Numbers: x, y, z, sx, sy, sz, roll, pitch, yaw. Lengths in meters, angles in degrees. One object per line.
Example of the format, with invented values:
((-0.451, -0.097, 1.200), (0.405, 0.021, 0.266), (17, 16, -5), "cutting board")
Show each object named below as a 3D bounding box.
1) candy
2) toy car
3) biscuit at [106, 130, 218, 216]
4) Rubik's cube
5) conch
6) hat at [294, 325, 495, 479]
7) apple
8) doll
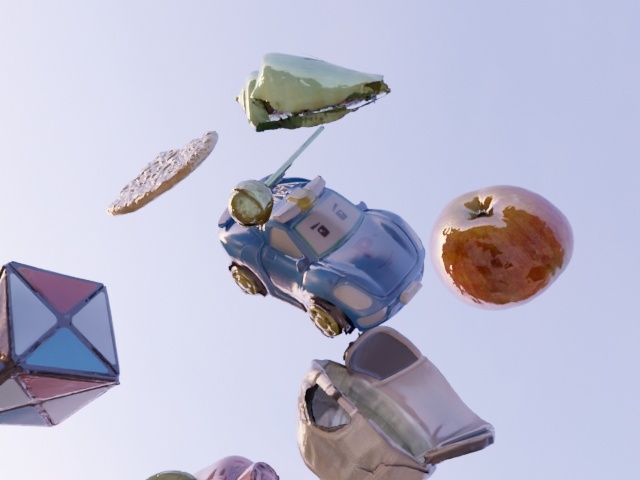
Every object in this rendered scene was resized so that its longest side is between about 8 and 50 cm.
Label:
((-0.049, -0.092, 0.852), (0.061, 0.202, 0.061), (25, -37, 20), "candy")
((0.000, 0.000, 0.909), (0.314, 0.198, 0.166), (22, -36, 39), "toy car")
((-0.308, -0.131, 1.274), (0.265, 0.188, 0.040), (-35, -63, 3), "biscuit")
((-0.595, 0.222, 1.337), (0.248, 0.250, 0.247), (-35, -123, 25), "Rubik's cube")
((-0.020, -0.239, 1.086), (0.250, 0.143, 0.137), (11, -93, 15), "conch")
((0.094, 0.239, 0.860), (0.232, 0.275, 0.161), (48, -46, 40), "hat")
((0.381, 0.006, 1.423), (0.250, 0.277, 0.309), (47, -52, -8), "apple")
((-0.171, 0.487, 1.100), (0.268, 0.216, 0.284), (-35, -73, 26), "doll")
